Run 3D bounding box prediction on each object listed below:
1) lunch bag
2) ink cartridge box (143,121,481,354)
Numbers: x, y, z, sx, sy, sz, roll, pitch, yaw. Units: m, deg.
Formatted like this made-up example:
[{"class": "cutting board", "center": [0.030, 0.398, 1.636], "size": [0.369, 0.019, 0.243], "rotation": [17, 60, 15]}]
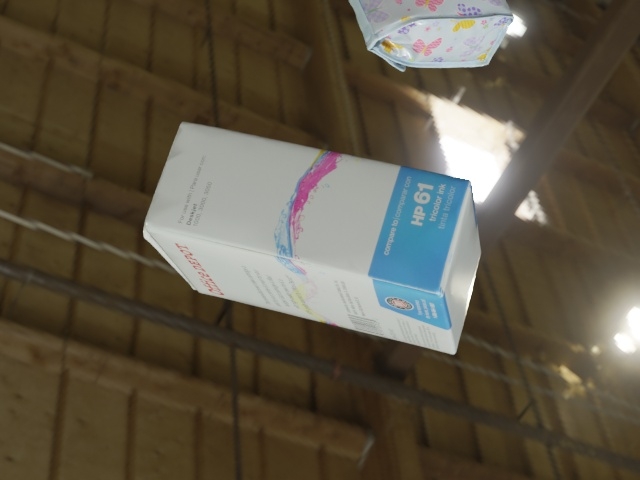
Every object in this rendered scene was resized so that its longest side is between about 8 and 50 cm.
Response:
[{"class": "lunch bag", "center": [0.053, -0.133, 0.682], "size": [0.083, 0.053, 0.071], "rotation": [-6, -120, -26]}, {"class": "ink cartridge box", "center": [0.000, 0.000, 0.511], "size": [0.122, 0.052, 0.088], "rotation": [12, 163, 13]}]
